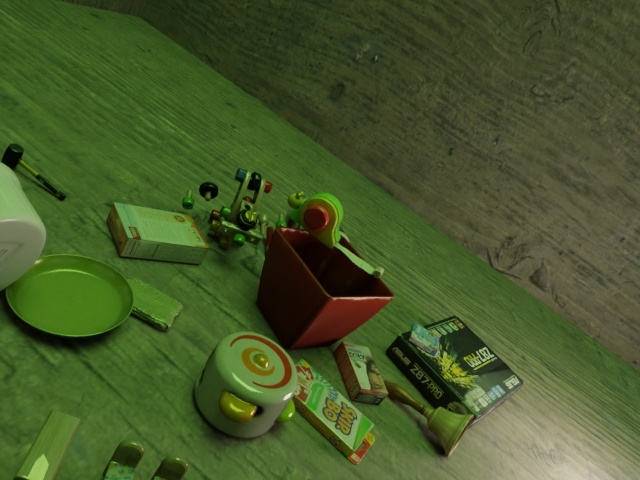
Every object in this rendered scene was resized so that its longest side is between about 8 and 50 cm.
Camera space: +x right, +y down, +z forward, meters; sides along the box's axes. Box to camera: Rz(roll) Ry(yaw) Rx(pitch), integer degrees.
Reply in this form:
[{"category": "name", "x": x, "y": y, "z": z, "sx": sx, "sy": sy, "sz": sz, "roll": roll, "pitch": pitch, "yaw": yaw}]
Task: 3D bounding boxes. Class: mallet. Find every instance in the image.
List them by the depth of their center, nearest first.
[{"category": "mallet", "x": -0.736, "y": -0.179, "z": 1.376, "sx": 0.190, "sy": 0.062, "sz": 0.039, "roll": 33, "pitch": 25, "yaw": 0}]

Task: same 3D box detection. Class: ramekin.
[{"category": "ramekin", "x": -0.630, "y": -0.001, "z": 0.926, "sx": 0.135, "sy": 0.277, "sz": 0.277, "roll": 46, "pitch": 26, "yaw": 12}]

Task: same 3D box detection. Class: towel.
[{"category": "towel", "x": -0.398, "y": 0.144, "z": 1.222, "sx": 0.148, "sy": 0.027, "sz": 0.110, "roll": 29, "pitch": 23, "yaw": -6}]

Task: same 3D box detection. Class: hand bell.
[{"category": "hand bell", "x": 0.266, "y": 0.446, "z": 1.411, "sx": 0.242, "sy": 0.126, "sz": 0.126, "roll": 30, "pitch": 20, "yaw": 27}]

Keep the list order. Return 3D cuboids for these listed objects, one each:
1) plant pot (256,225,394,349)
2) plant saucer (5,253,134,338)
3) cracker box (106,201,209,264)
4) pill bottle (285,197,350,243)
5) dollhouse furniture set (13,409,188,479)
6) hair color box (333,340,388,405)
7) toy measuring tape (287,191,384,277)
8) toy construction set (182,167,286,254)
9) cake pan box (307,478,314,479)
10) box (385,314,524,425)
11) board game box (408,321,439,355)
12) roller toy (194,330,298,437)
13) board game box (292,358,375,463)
[{"category": "plant pot", "x": -0.017, "y": 0.145, "z": 1.433, "sx": 0.267, "sy": 0.236, "sz": 0.267, "roll": 7, "pitch": 35, "yaw": -46}, {"category": "plant saucer", "x": -0.511, "y": 0.119, "z": 1.093, "sx": 0.241, "sy": 0.037, "sz": 0.241, "roll": 20, "pitch": 30, "yaw": -12}, {"category": "cracker box", "x": -0.438, "y": -0.017, "z": 1.431, "sx": 0.232, "sy": 0.067, "sz": 0.156, "roll": 11, "pitch": 31, "yaw": -43}, {"category": "pill bottle", "x": 0.000, "y": 0.000, "z": 1.813, "sx": 0.169, "sy": 0.169, "sz": 0.301, "roll": 15, "pitch": 29, "yaw": -35}, {"category": "dollhouse furniture set", "x": -0.303, "y": 0.369, "z": 0.745, "sx": 0.242, "sy": 0.161, "sz": 0.212, "roll": 26, "pitch": 25, "yaw": -15}, {"category": "hair color box", "x": 0.106, "y": 0.352, "z": 1.417, "sx": 0.093, "sy": 0.053, "sz": 0.167, "roll": 20, "pitch": 28, "yaw": -30}, {"category": "toy measuring tape", "x": 0.054, "y": -0.035, "z": 1.433, "sx": 0.330, "sy": 0.121, "sz": 0.121, "roll": 36, "pitch": 24, "yaw": 6}, {"category": "toy construction set", "x": -0.229, "y": -0.033, "z": 1.609, "sx": 0.309, "sy": 0.257, "sz": 0.237, "roll": 42, "pitch": 32, "yaw": -41}, {"category": "cake pan box", "x": 0.094, "y": 0.530, "z": 0.913, "sx": 0.267, "sy": 0.070, "sz": 0.246, "roll": 28, "pitch": -8, "yaw": -13}, {"category": "box", "x": 0.429, "y": 0.401, "z": 1.668, "sx": 0.395, "sy": 0.097, "sz": 0.318, "roll": -2, "pitch": 43, "yaw": -50}, {"category": "board game box", "x": 0.312, "y": 0.295, "z": 1.598, "sx": 0.090, "sy": 0.020, "sz": 0.090, "roll": 30, "pitch": 25, "yaw": 3}, {"category": "roller toy", "x": -0.152, "y": 0.290, "z": 1.099, "sx": 0.209, "sy": 0.146, "sz": 0.191, "roll": 3, "pitch": 37, "yaw": -47}, {"category": "board game box", "x": 0.016, "y": 0.397, "z": 1.248, "sx": 0.259, "sy": 0.039, "sz": 0.124, "roll": 42, "pitch": 26, "yaw": 14}]
